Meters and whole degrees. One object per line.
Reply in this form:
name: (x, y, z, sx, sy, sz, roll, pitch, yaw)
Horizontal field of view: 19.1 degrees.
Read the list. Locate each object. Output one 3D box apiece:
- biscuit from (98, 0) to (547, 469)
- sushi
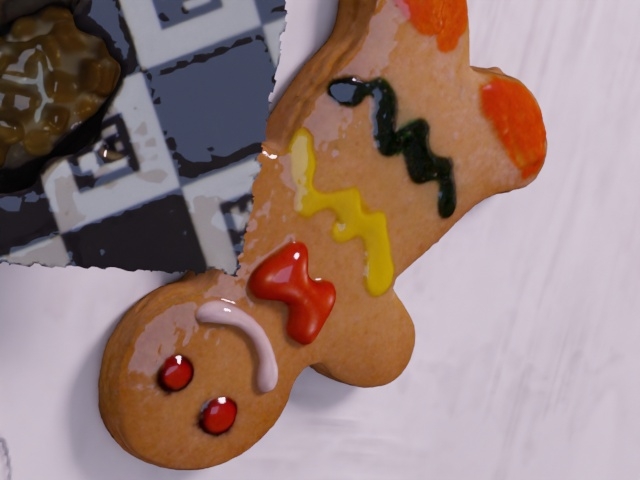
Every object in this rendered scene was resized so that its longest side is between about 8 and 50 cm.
biscuit: (0.000, 0.000, 0.837, 0.250, 0.036, 0.165, -48, 124, -12)
sushi: (-0.130, -0.137, 0.696, 0.264, 0.050, 0.290, 3, 106, -20)
